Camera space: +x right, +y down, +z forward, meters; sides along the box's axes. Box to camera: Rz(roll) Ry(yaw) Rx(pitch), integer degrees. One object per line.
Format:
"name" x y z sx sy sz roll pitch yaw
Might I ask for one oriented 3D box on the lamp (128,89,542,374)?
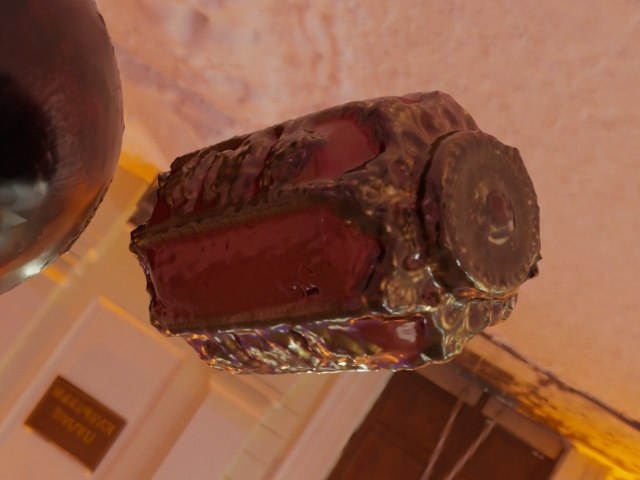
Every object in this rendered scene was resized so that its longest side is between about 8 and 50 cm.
"lamp" 0.000 0.000 0.568 0.274 0.177 0.177 -8 141 44

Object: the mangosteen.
"mangosteen" -0.369 -0.141 0.717 0.421 0.381 0.381 54 176 21
